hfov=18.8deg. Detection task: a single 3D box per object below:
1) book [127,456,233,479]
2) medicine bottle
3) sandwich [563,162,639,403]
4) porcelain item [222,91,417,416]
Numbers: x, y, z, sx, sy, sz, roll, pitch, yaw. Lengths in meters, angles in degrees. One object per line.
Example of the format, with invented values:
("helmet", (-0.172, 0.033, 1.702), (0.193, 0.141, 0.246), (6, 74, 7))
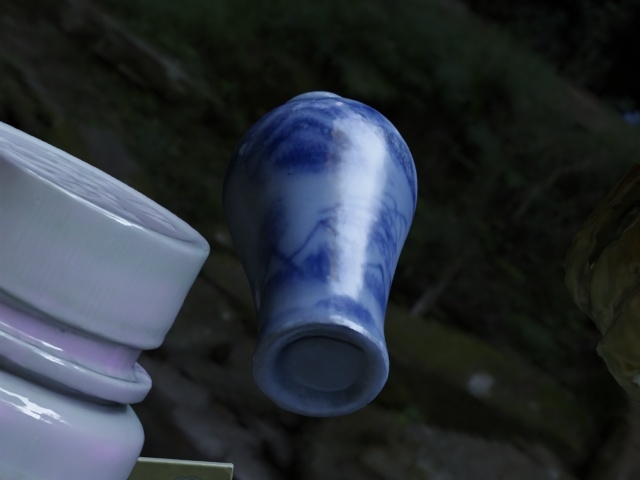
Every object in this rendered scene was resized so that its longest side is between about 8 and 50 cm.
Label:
("book", (-0.160, 0.248, 1.477), (0.168, 0.192, 0.013), (5, 22, -7))
("medicine bottle", (-0.176, 0.098, 0.873), (0.170, 0.293, 0.170), (30, 3, -2))
("sandwich", (0.258, -0.013, 0.798), (0.249, 0.273, 0.095), (28, 27, -39))
("porcelain item", (0.000, 0.000, 1.325), (0.141, 0.141, 0.259), (36, 33, -30))
